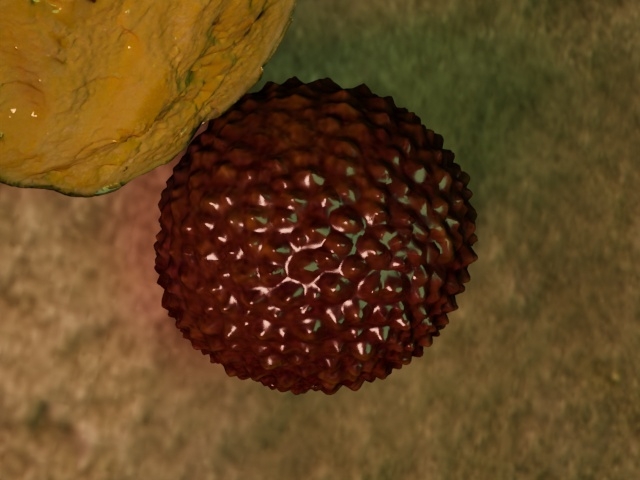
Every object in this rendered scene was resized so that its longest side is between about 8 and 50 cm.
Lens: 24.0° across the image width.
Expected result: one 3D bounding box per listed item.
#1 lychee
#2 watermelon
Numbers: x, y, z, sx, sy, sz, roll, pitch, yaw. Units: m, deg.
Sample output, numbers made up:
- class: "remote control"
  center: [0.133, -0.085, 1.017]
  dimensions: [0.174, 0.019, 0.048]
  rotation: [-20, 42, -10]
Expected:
- class: "lychee"
  center: [0.000, 0.000, 0.853]
  dimensions: [0.188, 0.188, 0.188]
  rotation: [-5, 97, -44]
- class: "watermelon"
  center: [-0.110, -0.135, 0.741]
  dimensions: [0.204, 0.127, 0.232]
  rotation: [-16, 144, -36]
